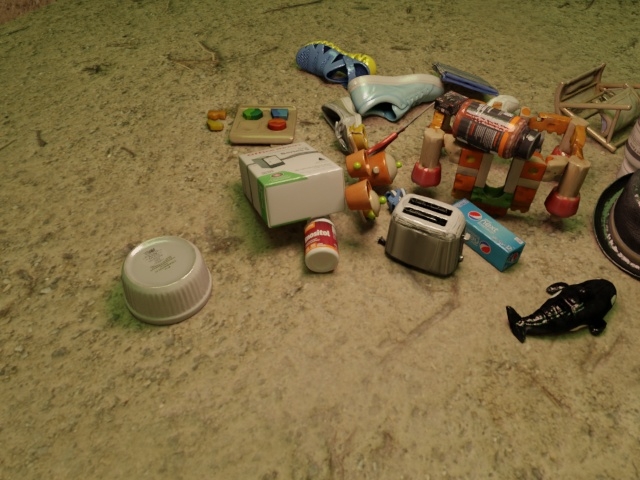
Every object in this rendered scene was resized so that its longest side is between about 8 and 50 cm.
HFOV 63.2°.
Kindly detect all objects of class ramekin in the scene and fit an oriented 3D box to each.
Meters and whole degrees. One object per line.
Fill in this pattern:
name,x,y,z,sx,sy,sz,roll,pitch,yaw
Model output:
ramekin,-0.363,0.083,1.217,0.207,0.109,0.207,0,45,0

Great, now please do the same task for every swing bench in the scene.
swing bench,0.959,-0.455,1.741,0.253,0.165,0.254,-27,46,-24

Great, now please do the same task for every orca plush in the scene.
orca plush,0.563,0.131,1.185,0.287,0.102,0.151,-6,45,-6

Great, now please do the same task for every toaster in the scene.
toaster,0.256,-0.020,1.302,0.226,0.147,0.129,22,48,20

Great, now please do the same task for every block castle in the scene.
block castle,0.506,-0.229,1.473,0.452,0.213,0.303,14,44,13

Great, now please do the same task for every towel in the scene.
towel,0.511,-0.577,1.862,0.209,0.034,0.285,17,26,-5

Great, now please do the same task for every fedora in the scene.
fedora,0.841,-0.070,1.282,0.333,0.152,0.334,-14,55,21

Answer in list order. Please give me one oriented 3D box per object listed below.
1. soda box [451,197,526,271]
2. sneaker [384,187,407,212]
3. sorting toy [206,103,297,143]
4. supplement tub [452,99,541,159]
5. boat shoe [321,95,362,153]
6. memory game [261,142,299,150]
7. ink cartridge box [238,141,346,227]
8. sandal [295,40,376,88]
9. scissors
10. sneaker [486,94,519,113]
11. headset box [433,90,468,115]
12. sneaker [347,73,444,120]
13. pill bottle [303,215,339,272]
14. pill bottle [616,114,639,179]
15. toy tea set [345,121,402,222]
soda box,0.421,-0.018,1.354,0.067,0.071,0.210,-25,50,-25
sneaker,0.216,-0.093,1.443,0.059,0.053,0.144,-3,37,-3
sorting toy,-0.235,-0.400,1.742,0.306,0.041,0.229,1,41,1
supplement tub,0.432,-0.266,1.278,0.197,0.106,0.106,31,52,27
boat shoe,0.075,-0.367,1.676,0.103,0.118,0.321,-10,42,-2
memory game,-0.109,-0.254,1.626,0.186,0.012,0.186,1,45,-1
ink cartridge box,-0.085,-0.159,1.396,0.211,0.122,0.289,-15,28,-17
sandal,0.045,-0.657,1.959,0.317,0.126,0.138,18,51,18
scissors,0.231,-0.322,1.564,0.297,0.109,0.021,-38,82,3
sneaker,0.579,-0.410,1.752,0.232,0.090,0.115,-21,55,-9
headset box,0.368,-0.385,1.456,0.083,0.032,0.062,-33,53,-30
sneaker,0.272,-0.480,1.805,0.365,0.135,0.150,-7,78,-17
pill bottle,0.000,0.000,1.321,0.085,0.086,0.152,-2,45,-3
pill bottle,0.980,-0.297,1.437,0.204,0.361,0.204,0,45,0
toy tea set,0.148,-0.170,1.384,0.124,0.200,0.336,-12,44,16
